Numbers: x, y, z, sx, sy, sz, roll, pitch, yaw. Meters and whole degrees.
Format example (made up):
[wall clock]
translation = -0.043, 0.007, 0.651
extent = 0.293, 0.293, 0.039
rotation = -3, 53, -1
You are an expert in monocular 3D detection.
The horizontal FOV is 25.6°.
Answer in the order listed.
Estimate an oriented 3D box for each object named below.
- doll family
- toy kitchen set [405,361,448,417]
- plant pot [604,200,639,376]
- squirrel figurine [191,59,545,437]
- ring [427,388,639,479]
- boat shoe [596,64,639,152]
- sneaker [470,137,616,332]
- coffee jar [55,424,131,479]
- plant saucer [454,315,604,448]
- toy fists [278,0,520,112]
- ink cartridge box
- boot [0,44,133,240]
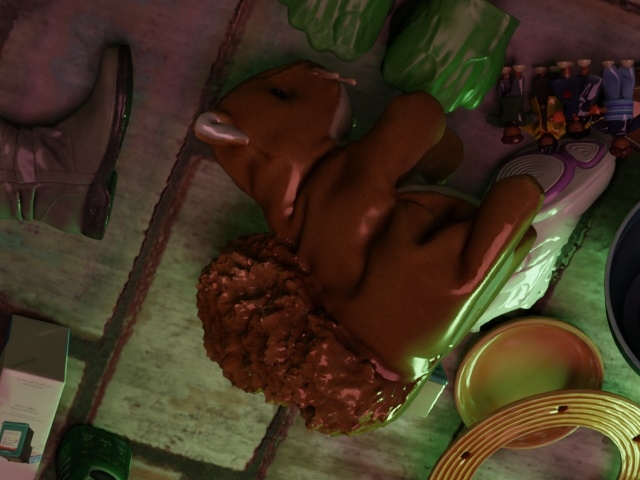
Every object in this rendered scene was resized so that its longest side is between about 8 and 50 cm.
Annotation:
[doll family]
translation = 0.290, -0.149, 1.641
extent = 0.076, 0.193, 0.111
rotation = 1, 88, -52
[toy kitchen set]
translation = 0.047, 0.102, 1.715
extent = 0.207, 0.166, 0.122
rotation = 17, 113, -15
[plant pot]
translation = 0.462, 0.076, 1.675
extent = 0.272, 0.255, 0.271
rotation = -1, 78, 5
[squirrel figurine]
translation = 0.000, 0.000, 1.554
extent = 0.370, 0.281, 0.397
rotation = 36, 93, 11
[ring]
translation = 0.297, 0.318, 1.896
extent = 0.336, 0.032, 0.336
rotation = -7, 129, -9
[boat shoe]
translation = 0.490, -0.116, 1.687
extent = 0.324, 0.120, 0.122
rotation = 17, 113, -15
[sneaker]
translation = 0.248, -0.006, 1.736
extent = 0.305, 0.114, 0.152
rotation = -42, 130, 16
[coffee jar]
translation = -0.288, 0.317, 1.770
extent = 0.096, 0.184, 0.079
rotation = 29, 110, -18
[plant saucer]
translation = 0.271, 0.182, 1.854
extent = 0.200, 0.037, 0.200
rotation = -3, 116, -6
[toy fists]
translation = 0.081, -0.248, 1.590
extent = 0.279, 0.096, 0.142
rotation = 27, 100, -17
[ink cartridge box]
translation = -0.378, 0.226, 1.743
extent = 0.078, 0.134, 0.231
rotation = 15, 114, -14
[boot]
translation = -0.307, -0.118, 1.616
extent = 0.161, 0.083, 0.246
rotation = 12, 113, -6
